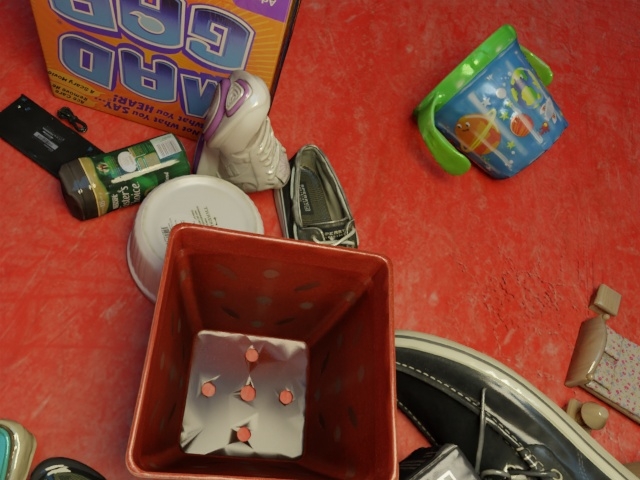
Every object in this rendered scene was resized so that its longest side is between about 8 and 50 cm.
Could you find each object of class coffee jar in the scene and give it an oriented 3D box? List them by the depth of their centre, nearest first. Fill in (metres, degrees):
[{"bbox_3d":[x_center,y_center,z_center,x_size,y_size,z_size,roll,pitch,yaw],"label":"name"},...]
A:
[{"bbox_3d":[-0.298,-0.097,0.827,0.184,0.096,0.079,-23,76,-25],"label":"coffee jar"}]

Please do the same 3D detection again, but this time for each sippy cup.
[{"bbox_3d":[0.336,-0.246,1.037,0.305,0.240,0.224,-43,92,8],"label":"sippy cup"}]

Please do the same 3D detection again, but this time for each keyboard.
[{"bbox_3d":[-0.426,-0.167,0.870,0.180,0.023,0.108,36,65,3],"label":"keyboard"}]

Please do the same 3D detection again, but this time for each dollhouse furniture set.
[{"bbox_3d":[0.578,0.261,0.856,0.303,0.174,0.355,32,59,1],"label":"dollhouse furniture set"}]

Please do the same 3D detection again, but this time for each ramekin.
[{"bbox_3d":[-0.180,0.000,0.804,0.207,0.109,0.207,7,62,-13],"label":"ramekin"}]

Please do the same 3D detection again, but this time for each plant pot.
[{"bbox_3d":[-0.074,0.165,0.674,0.267,0.236,0.267,9,62,-12],"label":"plant pot"}]

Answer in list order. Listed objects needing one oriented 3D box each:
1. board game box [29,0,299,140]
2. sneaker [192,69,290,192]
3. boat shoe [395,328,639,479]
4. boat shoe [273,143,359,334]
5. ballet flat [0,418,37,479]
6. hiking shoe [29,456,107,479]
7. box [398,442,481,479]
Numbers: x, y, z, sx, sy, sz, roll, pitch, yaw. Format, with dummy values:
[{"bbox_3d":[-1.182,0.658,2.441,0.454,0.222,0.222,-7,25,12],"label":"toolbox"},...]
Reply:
[{"bbox_3d":[-0.210,-0.421,0.874,0.356,0.356,0.356,16,59,-8],"label":"board game box"},{"bbox_3d":[-0.099,-0.148,0.798,0.152,0.305,0.114,18,75,-14],"label":"sneaker"},{"bbox_3d":[0.249,0.303,0.702,0.500,0.187,0.156,39,57,17],"label":"boat shoe"},{"bbox_3d":[0.000,0.000,0.851,0.121,0.119,0.335,-12,67,-22],"label":"boat shoe"},{"bbox_3d":[-0.374,0.326,0.590,0.086,0.086,0.248,13,65,-10],"label":"ballet flat"},{"bbox_3d":[-0.249,0.334,0.602,0.086,0.114,0.227,-35,77,-29],"label":"hiking shoe"},{"bbox_3d":[0.099,0.437,0.591,0.294,0.183,0.296,-29,73,-17],"label":"box"}]
